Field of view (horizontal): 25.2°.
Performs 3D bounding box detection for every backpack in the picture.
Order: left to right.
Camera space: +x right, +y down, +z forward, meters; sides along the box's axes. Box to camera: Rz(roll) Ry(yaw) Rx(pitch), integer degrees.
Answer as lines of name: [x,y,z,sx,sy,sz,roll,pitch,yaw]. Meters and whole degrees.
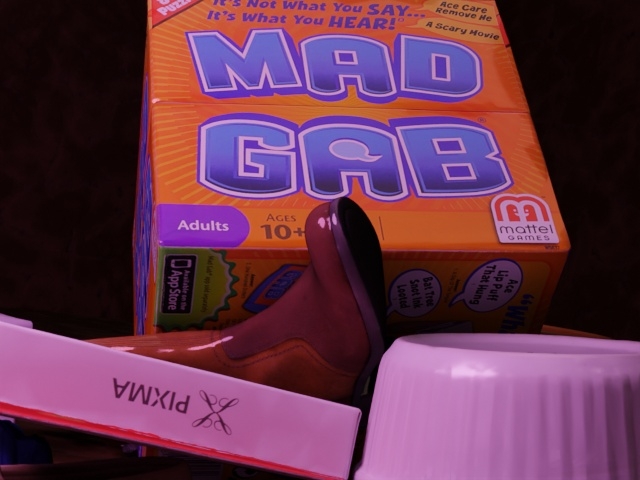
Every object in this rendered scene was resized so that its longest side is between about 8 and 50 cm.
backpack: [-0.257,0.184,1.101,0.101,0.097,0.120,7,-9,-10]

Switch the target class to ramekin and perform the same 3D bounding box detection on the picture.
ramekin: [0.160,0.140,1.095,0.273,0.127,0.273,1,0,0]

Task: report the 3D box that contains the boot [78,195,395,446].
boot: [-0.082,0.073,1.196,0.281,0.096,0.264,-4,-36,7]

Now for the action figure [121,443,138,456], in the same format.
action figure: [-0.207,0.197,1.649,0.285,0.099,0.185,5,8,-17]

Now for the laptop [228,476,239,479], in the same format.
laptop: [0.072,0.208,1.105,0.264,0.136,0.234,-24,1,-1]

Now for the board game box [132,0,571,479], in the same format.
board game box: [0.000,0.000,1.429,0.356,0.356,0.356,1,46,-10]

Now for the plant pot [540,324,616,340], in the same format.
plant pot: [0.248,0.211,1.985,0.291,0.203,0.291,9,0,0]

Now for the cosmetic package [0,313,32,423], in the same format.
cosmetic package: [-0.494,0.117,1.496,0.217,0.156,0.385,12,-3,-43]

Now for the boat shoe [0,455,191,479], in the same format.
boat shoe: [-0.249,0.176,0.945,0.341,0.110,0.122,9,0,-30]

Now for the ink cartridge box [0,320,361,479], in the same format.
ink cartridge box: [-0.109,0.121,1.037,0.296,0.066,0.261,16,-11,-19]
